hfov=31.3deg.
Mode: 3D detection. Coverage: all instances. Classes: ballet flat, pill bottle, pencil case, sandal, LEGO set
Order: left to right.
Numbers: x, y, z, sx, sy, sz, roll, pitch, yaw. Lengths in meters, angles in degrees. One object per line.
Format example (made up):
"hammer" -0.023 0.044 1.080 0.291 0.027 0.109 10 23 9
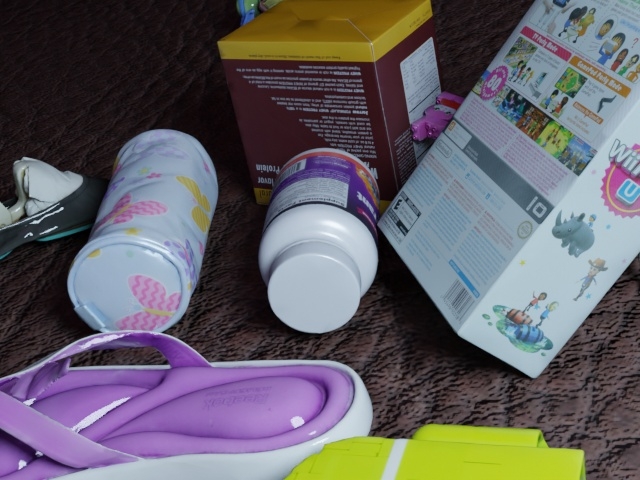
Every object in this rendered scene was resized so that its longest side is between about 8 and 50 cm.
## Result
"ballet flat" -0.342 -0.030 1.270 0.280 0.096 0.095 -27 30 -27
"sandal" -0.167 0.123 0.894 0.416 0.102 0.169 -7 27 11
"pencil case" -0.175 -0.013 1.149 0.124 0.113 0.273 -19 26 9
"pill bottle" 0.000 0.000 1.052 0.108 0.108 0.193 -8 28 9
"LEGO set" 0.176 -0.062 1.126 0.093 0.087 0.227 -32 39 -28

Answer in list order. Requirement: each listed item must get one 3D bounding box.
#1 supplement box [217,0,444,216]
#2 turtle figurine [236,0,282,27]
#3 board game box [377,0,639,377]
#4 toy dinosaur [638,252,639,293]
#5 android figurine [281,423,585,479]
"supplement box" 0.021 -0.145 1.223 0.191 0.194 0.129 7 33 33
"turtle figurine" 0.009 -0.424 1.764 0.266 0.197 0.274 2 34 18
"board game box" 0.195 -0.073 0.933 0.303 0.097 0.224 -55 26 13
"toy dinosaur" 0.335 -0.090 1.036 0.121 0.160 0.313 40 39 21
"android figurine" 0.070 0.196 0.706 0.273 0.056 0.248 -2 29 18
